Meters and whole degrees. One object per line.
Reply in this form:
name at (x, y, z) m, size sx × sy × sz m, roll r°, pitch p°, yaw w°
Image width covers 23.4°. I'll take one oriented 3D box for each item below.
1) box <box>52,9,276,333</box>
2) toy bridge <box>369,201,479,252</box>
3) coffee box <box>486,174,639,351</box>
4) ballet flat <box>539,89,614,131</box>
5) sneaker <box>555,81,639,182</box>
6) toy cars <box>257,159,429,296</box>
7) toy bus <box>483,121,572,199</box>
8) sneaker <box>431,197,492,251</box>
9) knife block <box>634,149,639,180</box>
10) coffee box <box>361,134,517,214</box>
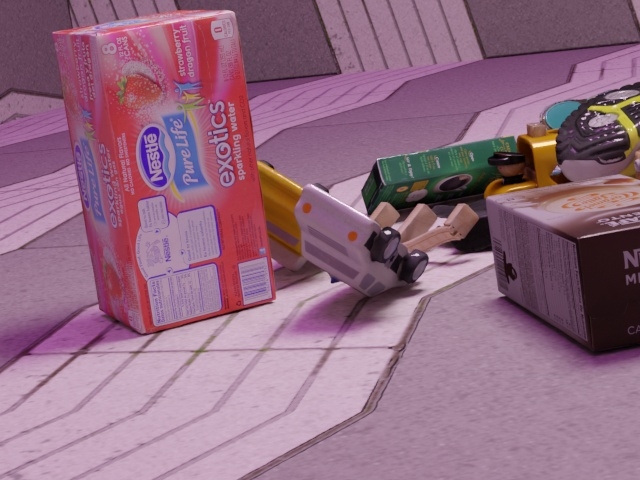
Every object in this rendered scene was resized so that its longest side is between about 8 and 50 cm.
box at (-0.159, -0.074, 1.562) m, size 0.154 × 0.300 × 0.142 m, roll -15°, pitch 15°, yaw -25°
toy bridge at (0.099, -0.011, 1.691) m, size 0.063 × 0.026 × 0.188 m, roll -52°, pitch 22°, yaw -17°
coffee box at (0.250, 0.012, 1.341) m, size 0.141 × 0.098 × 0.246 m, roll -11°, pitch 11°, yaw -10°
ballet flat at (0.398, -0.184, 2.373) m, size 0.188 × 0.070 × 0.070 m, roll -13°, pitch 12°, yaw -32°
sneaker at (0.403, -0.109, 1.731) m, size 0.145 × 0.147 × 0.384 m, roll 5°, pitch 19°, yaw 44°
toy cars at (0.000, 0.000, 1.591) m, size 0.176 × 0.087 × 0.393 m, roll 32°, pitch -1°, yaw -18°
toy bus at (0.266, -0.087, 1.822) m, size 0.191 × 0.104 × 0.202 m, roll 0°, pitch 13°, yaw 38°
sneaker at (0.201, -0.024, 1.688) m, size 0.170 × 0.051 × 0.089 m, roll -9°, pitch 15°, yaw 15°
knife block at (0.455, -0.039, 1.477) m, size 0.242 × 0.088 × 0.276 m, roll -6°, pitch 12°, yaw -7°
coffee box at (0.150, -0.082, 1.940) m, size 0.184 × 0.040 × 0.113 m, roll -11°, pitch -17°, yaw -12°
